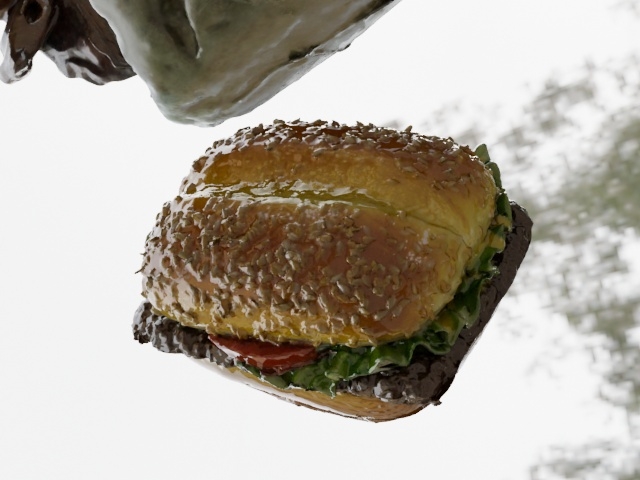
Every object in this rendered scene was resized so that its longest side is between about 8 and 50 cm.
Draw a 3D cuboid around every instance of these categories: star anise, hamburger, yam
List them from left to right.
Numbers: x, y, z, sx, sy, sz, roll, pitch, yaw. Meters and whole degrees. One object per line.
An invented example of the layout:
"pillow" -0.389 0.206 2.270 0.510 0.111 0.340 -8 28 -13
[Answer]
"star anise" -0.128 -0.117 0.813 0.141 0.042 0.141 18 -134 -19
"hamburger" 0.000 0.000 0.773 0.137 0.166 0.087 -57 -38 -34
"yam" 0.012 -0.072 0.327 0.054 0.132 0.054 40 -147 -32
